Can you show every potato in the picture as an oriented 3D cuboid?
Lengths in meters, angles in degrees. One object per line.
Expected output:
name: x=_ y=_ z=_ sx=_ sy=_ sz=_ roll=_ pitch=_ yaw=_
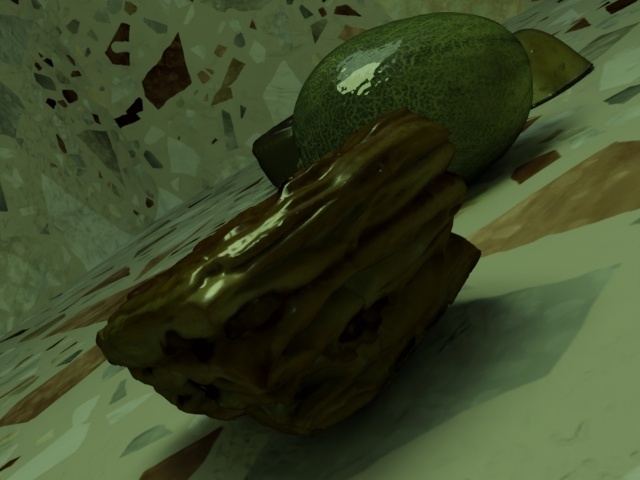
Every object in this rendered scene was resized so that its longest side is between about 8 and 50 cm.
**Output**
potato: x=0.353 y=-0.300 z=1.302 sx=0.202 sy=0.117 sz=0.182 roll=-36 pitch=10 yaw=-23

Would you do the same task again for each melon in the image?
melon: x=0.119 y=-0.166 z=1.001 sx=0.329 sy=0.248 sz=0.248 roll=-28 pitch=11 yaw=1

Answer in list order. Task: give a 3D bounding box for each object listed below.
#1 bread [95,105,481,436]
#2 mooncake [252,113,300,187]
bread: x=-0.024 y=0.049 z=0.630 sx=0.277 sy=0.167 sz=0.324 roll=-38 pitch=4 yaw=-29
mooncake: x=-0.047 y=-0.278 z=2.117 sx=0.284 sy=0.155 sz=0.284 roll=-28 pitch=13 yaw=7
